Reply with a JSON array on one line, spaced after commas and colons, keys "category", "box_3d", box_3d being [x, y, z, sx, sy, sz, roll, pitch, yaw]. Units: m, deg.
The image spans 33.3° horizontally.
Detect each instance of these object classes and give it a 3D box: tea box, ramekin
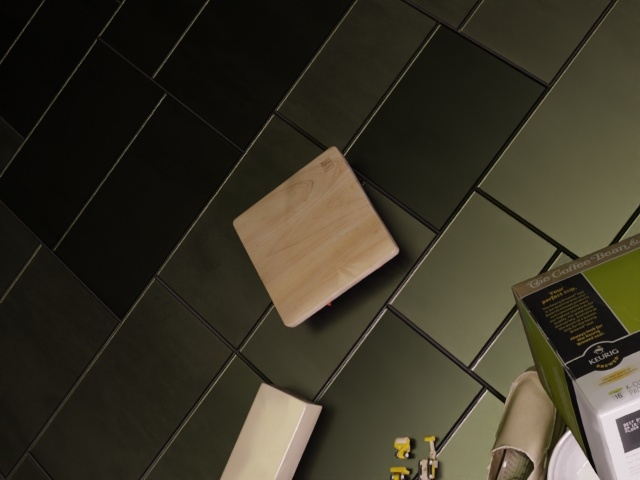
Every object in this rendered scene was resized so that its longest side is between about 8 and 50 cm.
[{"category": "tea box", "box_3d": [0.503, 0.164, 1.555, 0.329, 0.220, 0.323, -22, 34, 1]}, {"category": "ramekin", "box_3d": [0.472, 0.382, 1.690, 0.207, 0.109, 0.207, -8, 72, 25]}]

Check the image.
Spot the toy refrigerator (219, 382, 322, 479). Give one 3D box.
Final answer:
[{"category": "toy refrigerator", "box_3d": [-0.103, 0.410, 1.990, 0.102, 0.094, 0.269, 21, 87, 23]}]

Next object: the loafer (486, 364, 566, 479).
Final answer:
[{"category": "loafer", "box_3d": [0.339, 0.337, 1.780, 0.102, 0.092, 0.268, 8, 80, 29]}]

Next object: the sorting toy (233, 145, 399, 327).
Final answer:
[{"category": "sorting toy", "box_3d": [0.000, 0.000, 2.054, 0.257, 0.089, 0.255, -36, 63, 14]}]

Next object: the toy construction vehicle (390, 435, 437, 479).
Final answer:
[{"category": "toy construction vehicle", "box_3d": [0.165, 0.396, 1.891, 0.086, 0.035, 0.098, -12, 67, 35]}]
